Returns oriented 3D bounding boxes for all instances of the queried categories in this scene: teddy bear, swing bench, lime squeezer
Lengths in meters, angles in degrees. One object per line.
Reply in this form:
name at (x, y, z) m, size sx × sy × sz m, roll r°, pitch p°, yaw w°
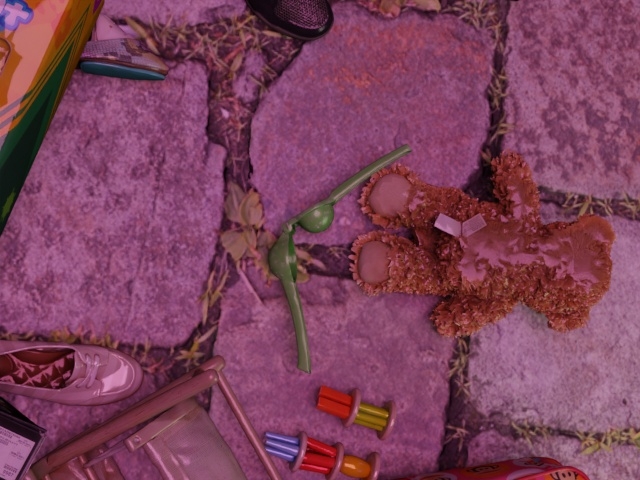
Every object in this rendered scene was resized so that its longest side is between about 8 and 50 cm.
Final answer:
teddy bear at (0.202, 0.010, 1.517) m, size 0.338 × 0.113 × 0.245 m, roll -6°, pitch 83°, yaw -7°
swing bench at (-0.169, 0.308, 1.361) m, size 0.255 × 0.165 × 0.253 m, roll -29°, pitch 90°, yaw -1°
lime squeezer at (0.000, 0.000, 1.459) m, size 0.110 × 0.059 × 0.310 m, roll 23°, pitch 85°, yaw 27°

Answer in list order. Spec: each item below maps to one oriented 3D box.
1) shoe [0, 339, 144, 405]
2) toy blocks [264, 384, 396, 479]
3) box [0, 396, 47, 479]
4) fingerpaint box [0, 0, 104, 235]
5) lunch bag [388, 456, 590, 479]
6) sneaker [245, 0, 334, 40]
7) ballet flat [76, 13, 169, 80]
shoe at (-0.318, 0.158, 1.393) m, size 0.219 × 0.058 × 0.076 m, roll 7°, pitch 87°, yaw -14°
toy blocks at (0.009, 0.239, 1.477) m, size 0.148 × 0.054 × 0.123 m, roll 19°, pitch 85°, yaw -13°
box at (-0.460, 0.150, 1.219) m, size 0.307 × 0.242 × 0.076 m, roll 31°, pitch 79°, yaw -23°
fingerpaint box at (-0.514, -0.206, 1.264) m, size 0.445 × 0.163 × 0.371 m, roll 23°, pitch 83°, yaw -2°
lunch bag at (0.206, 0.413, 1.456) m, size 0.293 × 0.120 × 0.258 m, roll -6°, pitch 91°, yaw -13°
sneaker at (-0.062, -0.342, 1.435) m, size 0.087 × 0.130 × 0.227 m, roll -40°, pitch 100°, yaw -10°
ballet flat at (-0.292, -0.232, 1.404) m, size 0.221 × 0.077 × 0.079 m, roll -1°, pitch 86°, yaw -10°
